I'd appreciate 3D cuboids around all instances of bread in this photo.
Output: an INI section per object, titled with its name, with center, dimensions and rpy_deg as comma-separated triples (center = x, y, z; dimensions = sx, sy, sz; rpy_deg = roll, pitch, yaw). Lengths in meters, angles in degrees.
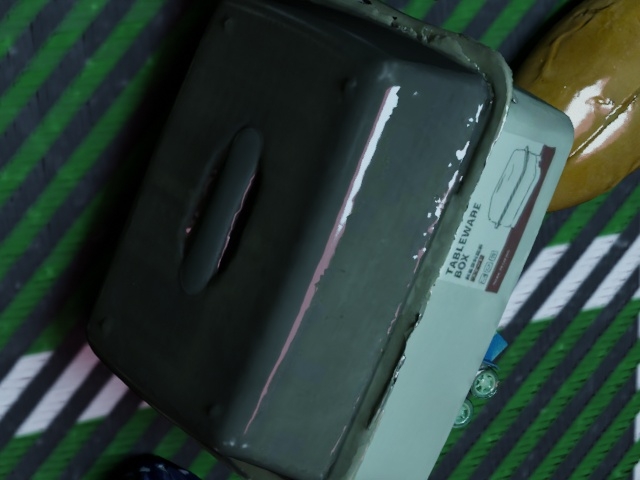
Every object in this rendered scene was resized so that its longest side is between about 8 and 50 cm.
[bread]
center = 0.185, -0.092, 1.306
dimensions = 0.189, 0.077, 0.114
rpy_deg = -47, 126, -6

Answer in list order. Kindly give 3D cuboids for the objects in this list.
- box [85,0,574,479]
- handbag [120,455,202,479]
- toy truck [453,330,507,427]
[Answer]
[box]
center = 0.000, 0.000, 1.167
dimensions = 0.166, 0.220, 0.290
rpy_deg = 15, 101, -42
[handbag]
center = -0.048, 0.256, 1.271
dimensions = 0.113, 0.162, 0.260
rpy_deg = -42, 124, -8
[toy truck]
center = 0.044, 0.109, 1.315
dimensions = 0.175, 0.067, 0.081
rpy_deg = -44, 120, -5
